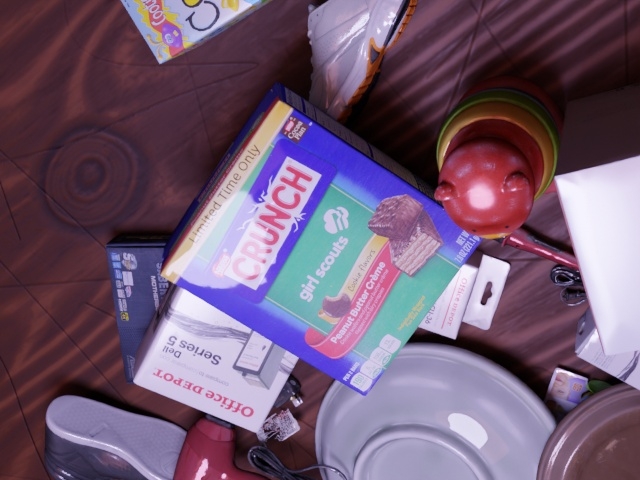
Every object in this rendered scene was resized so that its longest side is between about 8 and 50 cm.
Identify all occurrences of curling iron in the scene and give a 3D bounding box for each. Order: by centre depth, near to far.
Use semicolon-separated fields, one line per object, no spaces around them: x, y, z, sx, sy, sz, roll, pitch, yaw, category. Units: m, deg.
0.259;0.007;1.470;0.274;0.035;0.068;28;114;3;curling iron

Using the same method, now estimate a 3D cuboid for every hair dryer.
-0.122;0.354;1.606;0.293;0.080;0.224;-32;62;13;hair dryer

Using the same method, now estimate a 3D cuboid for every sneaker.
0.022;-0.247;1.417;0.121;0.099;0.262;32;107;10;sneaker
-0.310;0.355;1.731;0.295;0.105;0.147;23;134;-7;sneaker

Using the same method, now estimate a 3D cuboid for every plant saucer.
0.433;0.327;1.480;0.277;0.041;0.278;-3;106;-10;plant saucer
0.162;0.346;1.557;0.400;0.100;0.401;9;113;21;plant saucer

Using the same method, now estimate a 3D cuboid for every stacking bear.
0.212;-0.093;1.305;0.175;0.289;0.164;-1;110;16;stacking bear

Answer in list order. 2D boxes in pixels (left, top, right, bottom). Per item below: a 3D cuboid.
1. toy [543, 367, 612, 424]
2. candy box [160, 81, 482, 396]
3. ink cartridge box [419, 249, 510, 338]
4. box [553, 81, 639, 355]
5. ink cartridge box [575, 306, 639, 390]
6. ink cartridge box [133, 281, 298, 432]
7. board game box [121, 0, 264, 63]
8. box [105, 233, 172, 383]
0.365;0.310;1.543;0.136;0.056;0.237;18;114;10;toy
0.000;0.000;1.372;0.317;0.122;0.268;32;102;-13;candy box
0.153;0.059;1.500;0.198;0.067;0.115;18;113;8;ink cartridge box
0.386;-0.046;1.245;0.168;0.345;0.215;-14;105;19;box
0.423;0.143;1.435;0.150;0.109;0.063;29;116;3;ink cartridge box
-0.117;0.104;1.513;0.198;0.115;0.273;25;103;-13;ink cartridge box
-0.111;-0.362;1.373;0.275;0.142;0.144;-28;101;22;board game box
-0.216;0.105;1.623;0.183;0.059;0.233;0;110;14;box
